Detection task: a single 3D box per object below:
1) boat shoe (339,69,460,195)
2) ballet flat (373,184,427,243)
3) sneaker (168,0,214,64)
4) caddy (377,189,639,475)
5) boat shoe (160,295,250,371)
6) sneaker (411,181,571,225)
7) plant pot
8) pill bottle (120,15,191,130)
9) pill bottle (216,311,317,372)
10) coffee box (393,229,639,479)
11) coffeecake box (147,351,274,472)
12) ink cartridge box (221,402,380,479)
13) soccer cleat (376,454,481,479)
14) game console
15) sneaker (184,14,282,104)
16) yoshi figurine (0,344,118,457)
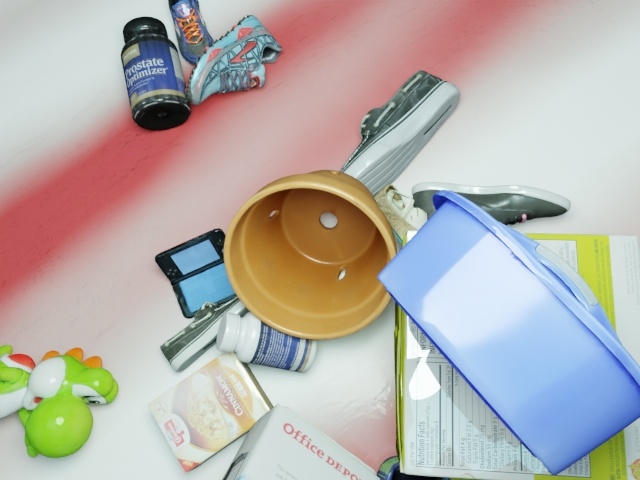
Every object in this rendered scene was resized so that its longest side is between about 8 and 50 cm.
[{"bbox_3d":[0.136,-0.212,1.196,0.119,0.121,0.335,39,73,24],"label":"boat shoe"},{"bbox_3d":[0.159,-0.044,1.113,0.067,0.073,0.206,-57,40,19],"label":"ballet flat"},{"bbox_3d":[-0.296,-0.484,1.306,0.083,0.087,0.221,-23,74,-1],"label":"sneaker"},{"bbox_3d":[0.224,0.092,0.682,0.179,0.241,0.341,-41,75,2],"label":"caddy"},{"bbox_3d":[-0.211,0.155,1.132,0.219,0.078,0.070,-40,77,-5],"label":"boat shoe"},{"bbox_3d":[0.318,-0.026,1.130,0.295,0.104,0.147,4,77,12],"label":"sneaker"},{"bbox_3d":[0.000,0.000,1.052,0.290,0.203,0.291,5,116,11],"label":"plant pot"},{"bbox_3d":[-0.355,-0.356,1.258,0.122,0.123,0.219,-16,74,0],"label":"pill bottle"},{"bbox_3d":[-0.098,0.181,1.076,0.169,0.094,0.094,15,75,-19],"label":"pill bottle"},{"bbox_3d":[0.286,0.188,0.948,0.334,0.338,0.339,1,76,6],"label":"coffee box"},{"bbox_3d":[-0.199,0.311,1.094,0.185,0.068,0.142,-34,76,-4],"label":"coffeecake box"},{"bbox_3d":[-0.064,0.451,0.909,0.226,0.131,0.306,39,40,-5],"label":"ink cartridge box"},{"bbox_3d":[0.238,0.429,0.998,0.288,0.121,0.094,9,75,7],"label":"soccer cleat"},{"bbox_3d":[-0.231,0.065,1.157,0.143,0.124,0.085,-24,48,-2],"label":"game console"},{"bbox_3d":[-0.173,-0.362,1.236,0.125,0.104,0.262,39,64,-3],"label":"sneaker"},{"bbox_3d":[-0.561,0.306,1.073,0.361,0.203,0.203,-2,91,2],"label":"yoshi figurine"}]
